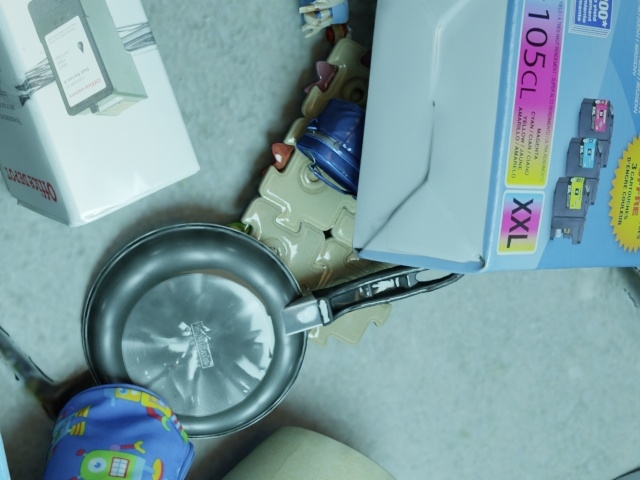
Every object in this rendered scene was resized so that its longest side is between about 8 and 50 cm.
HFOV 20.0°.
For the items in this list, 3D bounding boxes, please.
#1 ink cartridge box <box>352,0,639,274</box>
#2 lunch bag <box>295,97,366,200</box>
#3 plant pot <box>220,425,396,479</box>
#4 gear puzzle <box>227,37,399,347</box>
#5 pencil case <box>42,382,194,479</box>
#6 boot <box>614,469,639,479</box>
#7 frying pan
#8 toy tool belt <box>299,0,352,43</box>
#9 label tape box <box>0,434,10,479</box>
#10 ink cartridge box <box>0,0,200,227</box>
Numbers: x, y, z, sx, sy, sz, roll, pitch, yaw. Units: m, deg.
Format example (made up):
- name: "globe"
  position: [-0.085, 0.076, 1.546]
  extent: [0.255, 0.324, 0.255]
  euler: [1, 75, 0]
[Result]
- name: "ink cartridge box"
  position: [0.216, -0.113, 1.588]
  extent: [0.395, 0.151, 0.270]
  euler: [-2, 99, -51]
- name: "lunch bag"
  position: [0.027, -0.073, 1.563]
  extent: [0.098, 0.067, 0.065]
  euler: [38, 85, -24]
- name: "plant pot"
  position: [-0.045, 0.307, 1.562]
  extent: [0.256, 0.256, 0.274]
  euler: [36, 68, -22]
- name: "gear puzzle"
  position: [0.000, 0.000, 1.629]
  extent: [0.175, 0.044, 0.339]
  euler: [29, 89, -24]
- name: "pencil case"
  position: [-0.170, 0.245, 1.446]
  extent: [0.133, 0.306, 0.119]
  euler: [0, 123, 1]
- name: "boot"
  position: [0.284, 0.323, 1.770]
  extent: [0.258, 0.095, 0.123]
  euler: [-28, 113, -8]
- name: "frying pan"
  position: [-0.044, 0.092, 1.577]
  extent: [0.326, 0.053, 0.197]
  euler: [8, 104, -6]
- name: "toy tool belt"
  position: [-0.003, -0.205, 1.593]
  extent: [0.051, 0.052, 0.083]
  euler: [-14, 131, -12]
- name: "label tape box"
  position: [-0.368, 0.267, 1.457]
  extent: [0.249, 0.115, 0.348]
  euler: [-20, 140, -19]
- name: "ink cartridge box"
  position: [-0.216, -0.164, 1.428]
  extent: [0.114, 0.198, 0.273]
  euler: [-24, 106, -19]
